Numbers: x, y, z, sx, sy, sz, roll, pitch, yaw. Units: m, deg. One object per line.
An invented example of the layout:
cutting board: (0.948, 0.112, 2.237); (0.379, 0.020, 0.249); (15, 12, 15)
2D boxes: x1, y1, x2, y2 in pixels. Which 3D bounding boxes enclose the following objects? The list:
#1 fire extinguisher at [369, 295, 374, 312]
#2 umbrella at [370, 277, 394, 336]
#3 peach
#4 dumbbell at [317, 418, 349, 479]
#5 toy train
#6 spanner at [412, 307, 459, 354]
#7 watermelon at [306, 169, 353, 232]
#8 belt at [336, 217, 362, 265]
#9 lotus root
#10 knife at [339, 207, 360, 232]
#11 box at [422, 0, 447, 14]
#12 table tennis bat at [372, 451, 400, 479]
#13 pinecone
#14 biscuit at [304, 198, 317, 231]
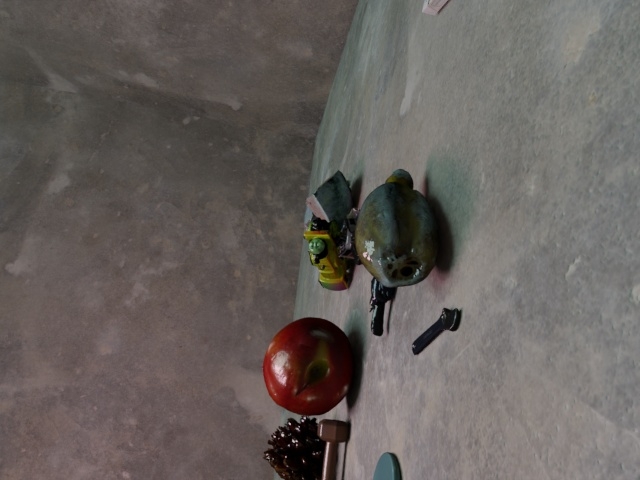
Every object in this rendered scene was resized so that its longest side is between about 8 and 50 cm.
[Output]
fire extinguisher: (0.144, 0.145, 1.314); (0.038, 0.025, 0.083); (-22, -49, -53)
umbrella: (0.143, 0.100, 1.210); (0.071, 0.071, 0.248); (-172, 94, -83)
peach: (-0.041, 0.361, 1.505); (0.338, 0.281, 0.281); (157, 122, -76)
dumbbell: (0.025, 0.613, 1.396); (0.092, 0.082, 0.231); (120, 158, -73)
toy train: (0.027, 0.046, 1.666); (0.296, 0.100, 0.160); (60, -145, -55)
spanner: (0.201, 0.165, 0.904); (0.208, 0.012, 0.046); (111, 165, -58)
watermelon: (0.066, -0.140, 1.889); (0.175, 0.188, 0.322); (-41, 5, 12)
belt: (0.117, 0.004, 1.423); (0.359, 0.094, 0.126); (-154, 74, -82)
lotus root: (0.148, -0.030, 1.012); (0.322, 0.158, 0.140); (-79, 3, -57)
knife: (0.087, -0.023, 1.731); (0.365, 0.089, 0.043); (123, 168, -67)
box: (0.278, -0.583, 1.150); (0.154, 0.040, 0.084); (-161, 80, -82)
table tennis bat: (0.114, 0.542, 0.994); (0.153, 0.040, 0.244); (131, 152, -78)
pinecone: (-0.057, 0.632, 1.545); (0.221, 0.221, 0.221); (-171, 90, -83)
biscuit: (-0.001, -0.002, 2.015); (0.186, 0.079, 0.309); (-102, -9, -64)
